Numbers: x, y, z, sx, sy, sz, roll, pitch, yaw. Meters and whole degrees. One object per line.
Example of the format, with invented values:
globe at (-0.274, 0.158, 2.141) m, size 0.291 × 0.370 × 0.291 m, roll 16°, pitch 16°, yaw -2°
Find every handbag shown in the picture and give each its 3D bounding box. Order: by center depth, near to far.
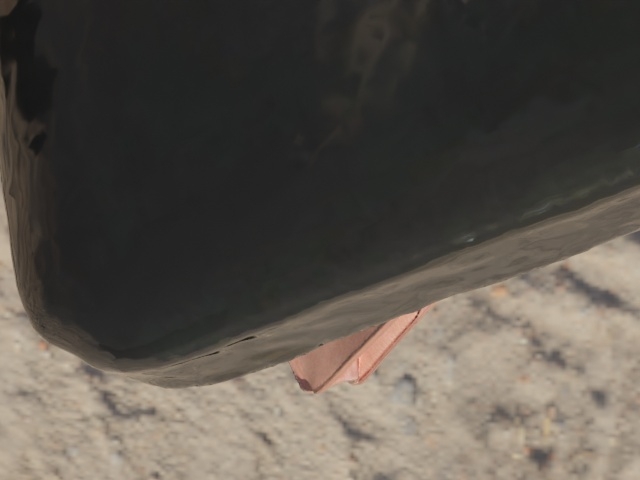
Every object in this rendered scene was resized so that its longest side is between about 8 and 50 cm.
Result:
handbag at (0.000, 0.000, 1.261) m, size 0.059 × 0.157 × 0.212 m, roll -7°, pitch 58°, yaw -40°

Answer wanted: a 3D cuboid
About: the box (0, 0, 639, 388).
box at (0.031, -0.131, 0.378) m, size 0.073 × 0.290 × 0.288 m, roll 19°, pitch 53°, yaw -55°
